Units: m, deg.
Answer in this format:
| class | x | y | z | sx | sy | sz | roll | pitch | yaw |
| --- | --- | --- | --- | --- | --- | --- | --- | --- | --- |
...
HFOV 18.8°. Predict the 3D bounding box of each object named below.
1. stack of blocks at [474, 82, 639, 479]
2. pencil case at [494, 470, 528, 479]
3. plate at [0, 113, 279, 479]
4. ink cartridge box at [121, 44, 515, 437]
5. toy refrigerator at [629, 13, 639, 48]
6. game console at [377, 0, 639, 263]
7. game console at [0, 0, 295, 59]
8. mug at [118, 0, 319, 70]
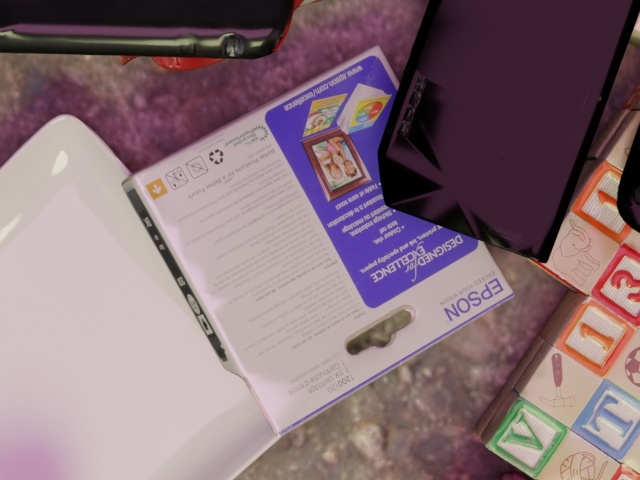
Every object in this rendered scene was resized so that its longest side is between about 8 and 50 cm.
| class | x | y | z | sx | sy | sz | roll | pitch | yaw |
| --- | --- | --- | --- | --- | --- | --- | --- | --- | --- |
| stack of blocks | 0.229 | 0.041 | 1.366 | 0.171 | 0.087 | 0.297 | 33 | 92 | -2 |
| pencil case | 0.218 | 0.337 | 1.348 | 0.386 | 0.160 | 0.167 | 41 | 91 | -3 |
| plate | -0.184 | 0.097 | 1.385 | 0.278 | 0.045 | 0.277 | -43 | 92 | 2 |
| ink cartridge box | 0.000 | 0.000 | 1.357 | 0.206 | 0.045 | 0.208 | -29 | 91 | -15 |
| toy refrigerator | 0.289 | -0.257 | 1.350 | 0.102 | 0.094 | 0.269 | 25 | 92 | 5 |
| game console | 0.231 | -0.069 | 1.289 | 0.361 | 0.044 | 0.213 | 19 | 93 | 5 |
| game console | -0.207 | -0.281 | 1.288 | 0.387 | 0.060 | 0.342 | 1 | 65 | 0 |
| mug | -0.066 | -0.180 | 1.337 | 0.169 | 0.113 | 0.150 | -15 | 73 | -4 |
